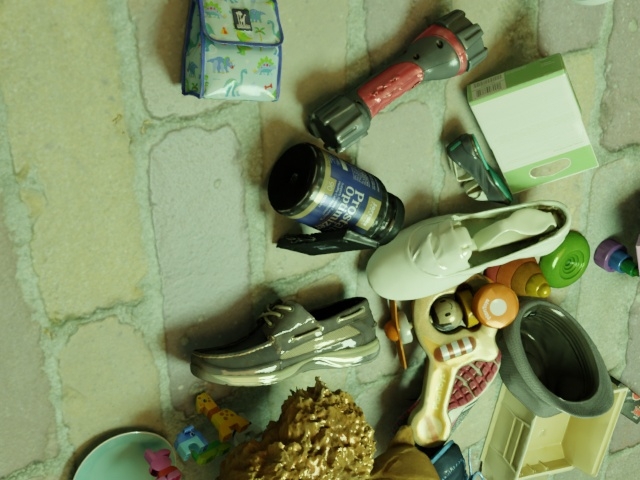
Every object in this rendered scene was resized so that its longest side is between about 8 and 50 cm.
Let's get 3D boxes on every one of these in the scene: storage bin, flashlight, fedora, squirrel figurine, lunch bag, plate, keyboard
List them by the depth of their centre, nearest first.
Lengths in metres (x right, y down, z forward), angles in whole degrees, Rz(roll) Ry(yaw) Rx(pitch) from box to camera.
[{"bbox_3d":[-0.125,-0.278,1.418,0.129,0.096,0.151,-2,101,-30],"label":"lunch bag"},{"bbox_3d":[0.126,-0.250,1.577,0.304,0.103,0.103,-37,163,-17],"label":"flashlight"},{"bbox_3d":[0.000,0.000,1.597,0.108,0.180,0.023,14,76,-37],"label":"keyboard"},{"bbox_3d":[-0.337,0.400,1.687,0.188,0.024,0.188,-15,121,-27],"label":"plate"},{"bbox_3d":[0.025,0.437,1.699,0.370,0.281,0.397,-18,127,-3],"label":"squirrel figurine"},{"bbox_3d":[0.450,0.258,1.991,0.244,0.275,0.124,-8,151,-37],"label":"fedora"},{"bbox_3d":[0.508,0.421,2.180,0.262,0.123,0.260,-3,116,-32],"label":"storage bin"}]

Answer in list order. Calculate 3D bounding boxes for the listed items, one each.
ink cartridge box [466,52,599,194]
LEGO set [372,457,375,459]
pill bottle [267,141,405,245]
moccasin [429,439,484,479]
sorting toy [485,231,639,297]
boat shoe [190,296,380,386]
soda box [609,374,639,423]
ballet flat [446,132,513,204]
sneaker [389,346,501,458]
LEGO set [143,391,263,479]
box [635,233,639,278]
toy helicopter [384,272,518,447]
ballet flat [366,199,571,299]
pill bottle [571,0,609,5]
[{"bbox_3d":[0.379,-0.202,1.750,0.171,0.056,0.235,-18,133,19],"label":"ink cartridge box"},{"bbox_3d":[0.049,0.491,1.931,0.287,0.132,0.107,-2,107,4],"label":"LEGO set"},{"bbox_3d":[0.031,-0.067,1.608,0.219,0.123,0.123,23,101,-38],"label":"pill bottle"},{"bbox_3d":[0.262,0.489,1.976,0.138,0.117,0.342,-39,159,-9],"label":"moccasin"},{"bbox_3d":[0.508,0.065,1.987,0.365,0.126,0.127,-6,117,-30],"label":"sorting toy"},{"bbox_3d":[-0.061,0.162,1.688,0.355,0.132,0.130,-7,96,-33],"label":"boat shoe"},{"bbox_3d":[0.710,0.373,2.330,0.169,0.053,0.060,34,94,-41],"label":"soda box"},{"bbox_3d":[0.282,-0.119,1.785,0.074,0.074,0.203,-47,136,-3],"label":"ballet flat"},{"bbox_3d":[0.246,0.315,1.974,0.299,0.121,0.112,-51,159,0],"label":"sneaker"},{"bbox_3d":[-0.203,0.322,1.687,0.227,0.093,0.087,-20,145,-41],"label":"LEGO set"},{"bbox_3d":[0.750,0.017,2.054,0.243,0.117,0.213,-57,140,-38],"label":"box"},{"bbox_3d":[0.216,0.215,1.860,0.235,0.140,0.355,10,96,-11],"label":"toy helicopter"},{"bbox_3d":[0.273,-0.002,1.765,0.400,0.139,0.139,-14,122,-18],"label":"ballet flat"},{"bbox_3d":[0.371,-0.528,1.537,0.334,0.188,0.188,29,97,-39],"label":"pill bottle"}]
